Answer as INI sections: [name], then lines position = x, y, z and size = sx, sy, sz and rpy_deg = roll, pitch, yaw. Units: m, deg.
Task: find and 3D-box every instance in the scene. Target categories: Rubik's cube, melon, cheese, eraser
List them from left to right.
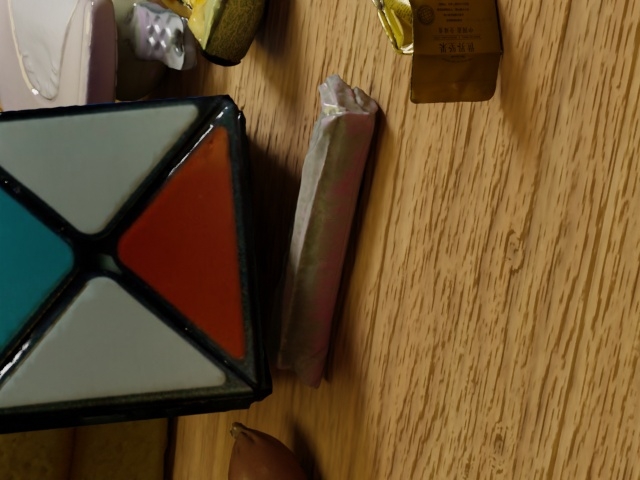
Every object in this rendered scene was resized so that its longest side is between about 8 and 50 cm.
[eraser]
position = -0.233, -0.123, 1.754
size = 0.204, 0.059, 0.243
rpy_deg = 25, 125, 49
[Rubik's cube]
position = -0.178, 0.019, 1.557
size = 0.248, 0.246, 0.250
rpy_deg = 153, 111, -84
[cheese]
position = -0.179, -0.196, 1.768
size = 0.286, 0.082, 0.163
rpy_deg = 30, 124, 59
[melon]
position = -0.077, -0.218, 1.572
size = 0.128, 0.079, 0.160
rpy_deg = -59, 39, 24

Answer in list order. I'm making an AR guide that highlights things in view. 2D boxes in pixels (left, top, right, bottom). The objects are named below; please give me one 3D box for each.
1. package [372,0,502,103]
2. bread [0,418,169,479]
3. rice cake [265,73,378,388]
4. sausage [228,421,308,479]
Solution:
[package]
position = 0.074, -0.155, 1.265
size = 0.047, 0.071, 0.131
rpy_deg = -55, 45, 49
[bread]
position = -0.271, 0.089, 1.856
size = 0.245, 0.233, 0.361
rpy_deg = 46, 130, 54
[rice cake]
position = -0.001, 0.000, 1.477
size = 0.055, 0.049, 0.270
rpy_deg = -95, 14, -58
[sausage]
position = -0.012, 0.350, 1.534
size = 0.088, 0.088, 0.433
rpy_deg = -38, 61, 60
